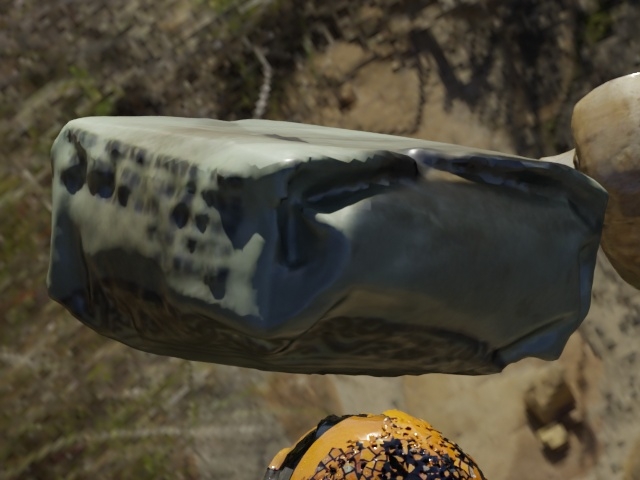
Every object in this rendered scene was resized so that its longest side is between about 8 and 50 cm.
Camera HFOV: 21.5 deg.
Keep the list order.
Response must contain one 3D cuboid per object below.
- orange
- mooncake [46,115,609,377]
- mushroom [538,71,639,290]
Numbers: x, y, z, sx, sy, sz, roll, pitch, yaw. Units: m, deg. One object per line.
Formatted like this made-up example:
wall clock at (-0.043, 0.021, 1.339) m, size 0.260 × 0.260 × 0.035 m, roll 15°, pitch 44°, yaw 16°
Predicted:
orange at (0.054, 0.242, 1.333) m, size 0.234 × 0.234 × 0.182 m, roll 17°, pitch 56°, yaw 37°
mooncake at (-0.001, 0.005, 0.934) m, size 0.254 × 0.250 × 0.136 m, roll 13°, pitch 97°, yaw 49°
mushroom at (0.318, -0.035, 1.626) m, size 0.195 × 0.253 × 0.189 m, roll -18°, pitch 60°, yaw 17°
